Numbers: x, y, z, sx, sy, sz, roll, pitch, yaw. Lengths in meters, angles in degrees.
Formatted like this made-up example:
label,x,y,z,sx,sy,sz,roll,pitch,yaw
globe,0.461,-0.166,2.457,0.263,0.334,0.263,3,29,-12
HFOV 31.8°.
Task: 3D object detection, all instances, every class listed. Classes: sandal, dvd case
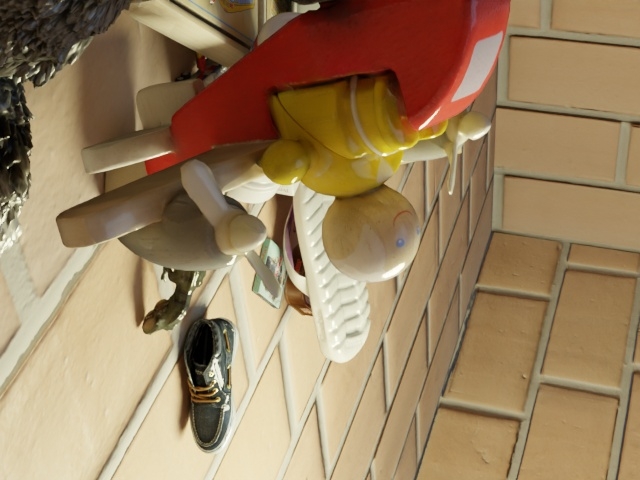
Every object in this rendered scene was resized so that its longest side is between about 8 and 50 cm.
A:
label,x,y,z,sx,sy,sz,roll,pitch,yaw
sandal,-0.008,0.005,1.782,0.169,0.102,0.416,-33,122,-53
dvd case,-0.075,0.053,1.752,0.119,0.013,0.087,53,48,-69

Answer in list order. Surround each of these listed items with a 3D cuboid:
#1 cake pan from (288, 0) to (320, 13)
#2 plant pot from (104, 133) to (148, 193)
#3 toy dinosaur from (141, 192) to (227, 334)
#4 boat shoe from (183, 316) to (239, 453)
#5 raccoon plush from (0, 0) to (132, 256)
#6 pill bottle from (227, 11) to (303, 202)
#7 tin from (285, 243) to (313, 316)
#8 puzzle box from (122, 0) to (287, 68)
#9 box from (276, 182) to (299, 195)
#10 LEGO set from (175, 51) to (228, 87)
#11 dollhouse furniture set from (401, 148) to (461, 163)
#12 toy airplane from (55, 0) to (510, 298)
label,x,y,z,sx,sy,sz,roll,pitch,yaw
cake pan,-0.017,-0.348,1.481,0.293,0.054,0.293,180,-90,-86
plant pot,-0.172,-0.070,1.201,0.109,0.096,0.109,-36,133,-69
toy dinosaur,-0.147,-0.017,1.324,0.118,0.064,0.268,-118,-135,-67
boat shoe,-0.152,0.192,1.482,0.083,0.065,0.183,21,72,-72
raccoon plush,-0.147,-0.190,0.856,0.216,0.299,0.446,-55,150,-58
pill bottle,-0.052,-0.145,1.300,0.221,0.124,0.124,-54,-173,44
tin,-0.018,0.070,1.923,0.189,0.040,0.106,47,50,-70
puzzle box,-0.119,-0.343,1.241,0.409,0.052,0.272,7,83,-74
box,-0.071,-0.130,1.507,0.087,0.101,0.102,78,28,-52
LEGO set,-0.114,-0.228,1.395,0.182,0.060,0.244,30,71,-69
dollhouse furniture set,0.111,-0.199,1.918,0.161,0.212,0.242,78,-1,-48
toy airplane,-0.021,-0.077,0.982,0.272,0.386,0.384,60,-3,1
